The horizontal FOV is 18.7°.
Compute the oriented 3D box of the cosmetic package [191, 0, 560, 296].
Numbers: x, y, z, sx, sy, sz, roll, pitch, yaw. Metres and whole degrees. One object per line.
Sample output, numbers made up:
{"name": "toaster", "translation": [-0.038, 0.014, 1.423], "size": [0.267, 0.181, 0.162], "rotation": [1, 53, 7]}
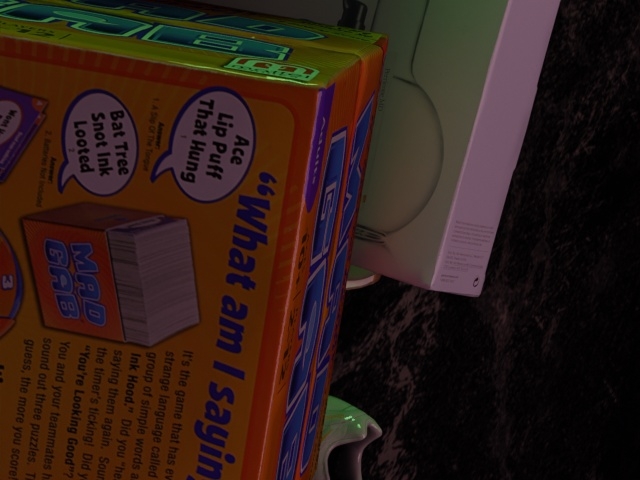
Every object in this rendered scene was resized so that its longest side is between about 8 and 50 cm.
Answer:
{"name": "cosmetic package", "translation": [-0.008, -0.141, 1.617], "size": [0.097, 0.377, 0.284], "rotation": [11, 95, -58]}

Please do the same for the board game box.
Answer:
{"name": "board game box", "translation": [-0.171, 0.015, 1.356], "size": [0.356, 0.356, 0.356], "rotation": [-52, 152, -76]}

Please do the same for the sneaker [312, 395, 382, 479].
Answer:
{"name": "sneaker", "translation": [-0.021, 0.286, 2.049], "size": [0.099, 0.121, 0.262], "rotation": [21, 87, -57]}

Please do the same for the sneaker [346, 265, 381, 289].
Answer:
{"name": "sneaker", "translation": [0.000, 0.000, 1.845], "size": [0.192, 0.064, 0.086], "rotation": [-8, 114, -49]}
